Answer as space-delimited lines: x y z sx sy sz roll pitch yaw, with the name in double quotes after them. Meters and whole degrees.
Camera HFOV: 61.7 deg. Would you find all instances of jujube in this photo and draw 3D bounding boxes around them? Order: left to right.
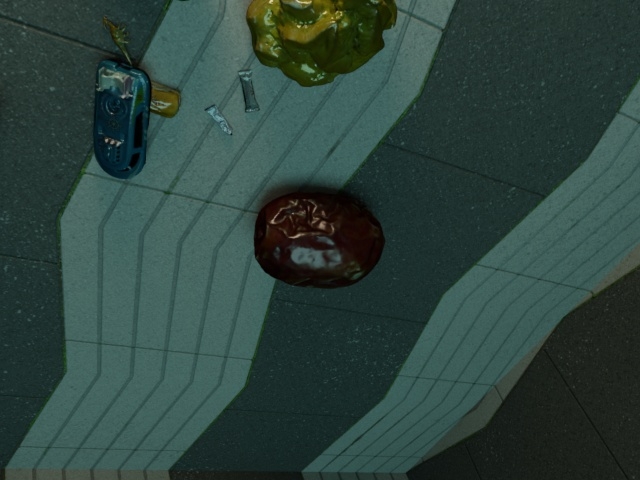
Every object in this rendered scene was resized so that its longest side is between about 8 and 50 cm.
0.001 0.001 1.539 0.377 0.276 0.276 4 130 -18 "jujube"

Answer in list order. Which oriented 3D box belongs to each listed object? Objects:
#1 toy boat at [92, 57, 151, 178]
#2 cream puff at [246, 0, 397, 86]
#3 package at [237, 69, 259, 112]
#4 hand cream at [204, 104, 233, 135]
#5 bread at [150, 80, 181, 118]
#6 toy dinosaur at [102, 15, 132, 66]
-0.477 -0.260 1.243 0.134 0.092 0.299 19 127 -1 "toy boat"
0.010 -0.459 1.134 0.324 0.257 0.291 -17 129 -1 "cream puff"
-0.176 -0.366 1.320 0.037 0.015 0.110 -13 134 -6 "package"
-0.253 -0.303 1.358 0.030 0.019 0.093 -28 126 12 "hand cream"
-0.384 -0.332 1.266 0.106 0.053 0.072 19 120 -23 "bread"
-0.432 -0.438 1.172 0.041 0.026 0.113 -22 124 13 "toy dinosaur"
